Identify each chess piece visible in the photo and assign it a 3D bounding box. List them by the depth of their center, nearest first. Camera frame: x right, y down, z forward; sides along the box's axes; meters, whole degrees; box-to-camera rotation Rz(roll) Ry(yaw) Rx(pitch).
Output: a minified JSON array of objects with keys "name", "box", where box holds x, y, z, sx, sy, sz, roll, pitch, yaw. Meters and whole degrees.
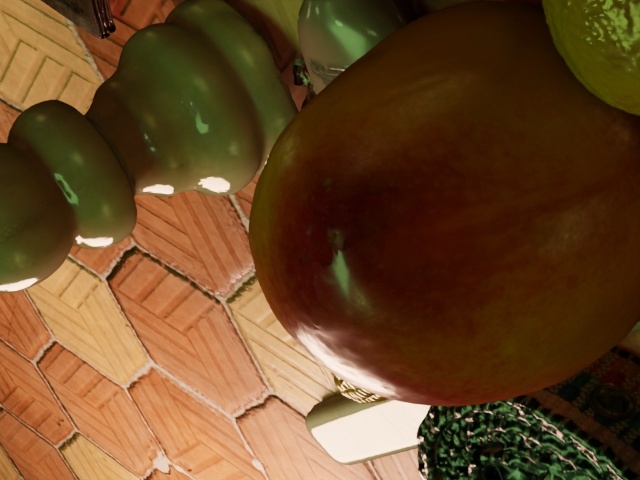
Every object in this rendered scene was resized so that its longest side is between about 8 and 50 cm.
[{"name":"chess piece","box":[-0.195,-0.069,1.273,0.182,0.330,0.182,42,151,29]}]

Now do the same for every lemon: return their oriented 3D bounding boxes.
[{"name":"lemon","box":[0.203,-0.160,0.871,0.142,0.142,0.187,0,116,52]}]

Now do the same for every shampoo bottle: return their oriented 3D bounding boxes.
[{"name":"shampoo bottle","box":[0.043,-0.123,1.177,0.127,0.078,0.257,25,146,47]}]

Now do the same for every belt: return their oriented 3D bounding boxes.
[{"name":"belt","box":[0.241,0.202,1.249,0.295,0.160,0.207,23,126,32]}]

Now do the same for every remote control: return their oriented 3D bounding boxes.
[{"name":"remote control","box":[0.071,0.198,1.570,0.090,0.038,0.309,48,151,-6]}]

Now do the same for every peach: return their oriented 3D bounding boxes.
[{"name":"peach","box":[0.094,-0.011,1.010,0.289,0.308,0.289,18,135,19]}]

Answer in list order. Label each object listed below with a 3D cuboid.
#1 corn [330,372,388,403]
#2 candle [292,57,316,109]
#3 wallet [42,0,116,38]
[{"name":"corn","box":[0.076,0.082,1.361,0.106,0.106,0.305,44,150,5]},{"name":"candle","box":[0.012,-0.094,1.298,0.048,0.053,0.162,-94,-16,-65]},{"name":"wallet","box":[-0.254,-0.305,1.373,0.124,0.042,0.230,35,148,25]}]
